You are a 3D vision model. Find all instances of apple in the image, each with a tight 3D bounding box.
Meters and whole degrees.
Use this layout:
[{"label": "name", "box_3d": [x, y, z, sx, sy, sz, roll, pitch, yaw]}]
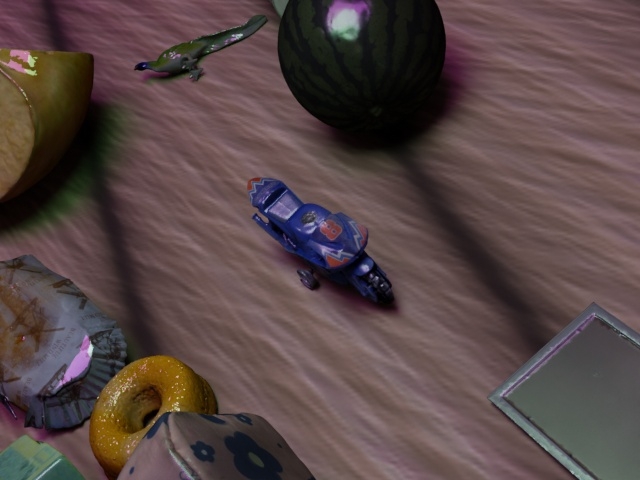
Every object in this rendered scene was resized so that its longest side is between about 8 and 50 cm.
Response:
[{"label": "apple", "box_3d": [-0.477, -0.190, 1.383, 0.309, 0.252, 0.314, 9, 57, 20]}]

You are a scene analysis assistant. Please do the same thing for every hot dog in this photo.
[{"label": "hot dog", "box_3d": [-0.343, 0.118, 1.150, 0.270, 0.082, 0.162, 29, 77, 34]}]

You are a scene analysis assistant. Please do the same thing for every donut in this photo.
[{"label": "donut", "box_3d": [-0.182, 0.189, 1.015, 0.152, 0.058, 0.151, -16, 43, 15]}]

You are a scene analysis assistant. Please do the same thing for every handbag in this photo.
[{"label": "handbag", "box_3d": [-0.071, 0.279, 0.745, 0.193, 0.190, 0.251, -50, 63, 12]}]

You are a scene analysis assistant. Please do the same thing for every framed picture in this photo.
[{"label": "framed picture", "box_3d": [0.259, 0.148, 0.846, 0.142, 0.011, 0.183, -40, 45, -10]}]

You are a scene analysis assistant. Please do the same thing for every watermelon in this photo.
[{"label": "watermelon", "box_3d": [0.051, -0.235, 1.165, 0.212, 0.212, 0.212, -15, 46, 16]}]

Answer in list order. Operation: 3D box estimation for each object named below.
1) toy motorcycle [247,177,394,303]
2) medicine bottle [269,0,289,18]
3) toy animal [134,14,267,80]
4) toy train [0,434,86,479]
[{"label": "toy motorcycle", "box_3d": [0.000, 0.000, 1.045, 0.076, 0.114, 0.205, -44, 46, -13]}, {"label": "medicine bottle", "box_3d": [-0.034, -0.440, 1.426, 0.170, 0.170, 0.292, -25, 45, 6]}, {"label": "toy animal", "box_3d": [-0.179, -0.285, 1.457, 0.217, 0.041, 0.075, -20, 43, 5]}, {"label": "toy train", "box_3d": [-0.365, 0.326, 0.846, 0.369, 0.150, 0.237, -41, 19, -24]}]
